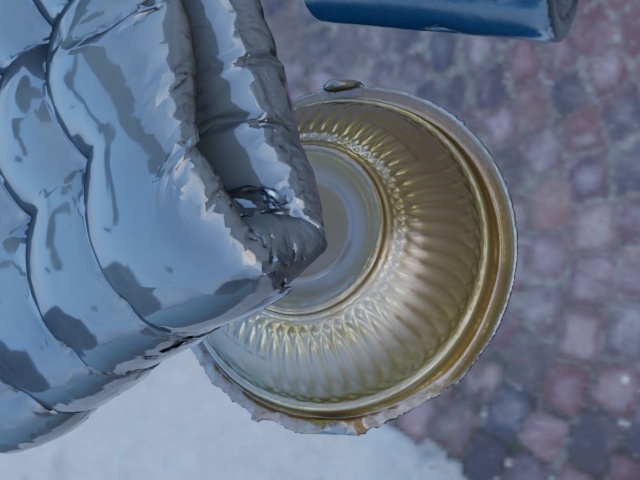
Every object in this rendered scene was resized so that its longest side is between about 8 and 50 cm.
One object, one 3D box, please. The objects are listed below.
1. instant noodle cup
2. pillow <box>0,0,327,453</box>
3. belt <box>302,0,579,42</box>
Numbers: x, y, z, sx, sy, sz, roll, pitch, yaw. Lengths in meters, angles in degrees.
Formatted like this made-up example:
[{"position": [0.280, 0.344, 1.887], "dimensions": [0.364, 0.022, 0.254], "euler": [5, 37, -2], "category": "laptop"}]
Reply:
[{"position": [0.000, 0.000, 1.267], "dimensions": [0.274, 0.091, 0.274], "euler": [-5, 74, 18], "category": "instant noodle cup"}, {"position": [-0.120, -0.093, 0.728], "dimensions": [0.228, 0.101, 0.326], "euler": [-34, 71, 48], "category": "pillow"}, {"position": [0.071, -0.301, 0.875], "dimensions": [0.173, 0.436, 0.300], "euler": [3, 41, 14], "category": "belt"}]
